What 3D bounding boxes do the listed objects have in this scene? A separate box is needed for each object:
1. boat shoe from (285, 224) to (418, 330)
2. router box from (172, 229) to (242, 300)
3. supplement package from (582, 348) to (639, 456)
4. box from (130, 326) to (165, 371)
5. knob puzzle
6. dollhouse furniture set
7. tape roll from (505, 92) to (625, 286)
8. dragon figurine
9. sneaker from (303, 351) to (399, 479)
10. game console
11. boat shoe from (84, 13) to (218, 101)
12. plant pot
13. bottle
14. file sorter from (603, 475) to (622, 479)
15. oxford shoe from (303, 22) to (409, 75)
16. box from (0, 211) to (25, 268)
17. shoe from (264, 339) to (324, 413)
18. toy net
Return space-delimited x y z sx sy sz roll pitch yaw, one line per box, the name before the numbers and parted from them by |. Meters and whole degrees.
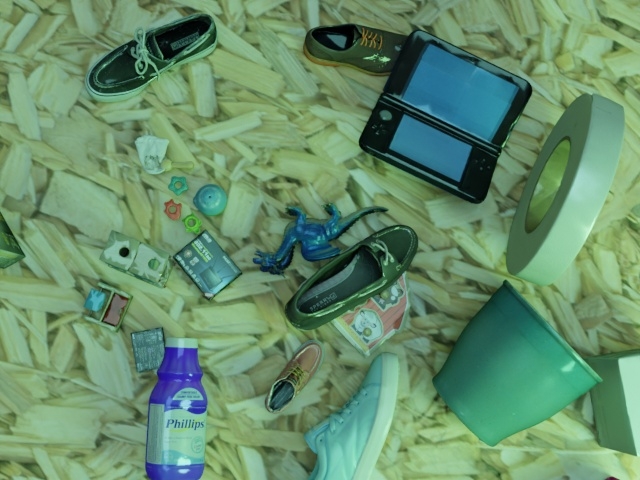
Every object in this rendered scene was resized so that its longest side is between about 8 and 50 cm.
boat shoe | 0.074 0.071 1.877 0.335 0.095 0.112 -35 78 -14
router box | -0.236 0.052 1.913 0.092 0.038 0.122 -41 87 -8
supplement package | 0.653 0.321 1.856 0.149 0.203 0.194 -9 84 -5
box | -0.353 0.226 1.892 0.067 0.018 0.083 -11 83 -5
knob puzzle | 0.108 0.122 1.932 0.213 0.030 0.213 0 82 -3
dollhouse furniture set | -0.391 0.095 1.850 0.128 0.129 0.184 22 81 -1
tape roll | 0.478 -0.100 1.806 0.072 0.392 0.392 22 82 -1
dragon figurine | 0.000 0.000 1.912 0.289 0.085 0.144 -4 83 -4
sneaker | 0.049 0.386 1.841 0.150 0.135 0.366 21 81 -4
game console | 0.263 -0.259 1.912 0.293 0.173 0.250 25 47 0
boat shoe | -0.358 -0.391 1.928 0.306 0.105 0.113 -22 84 -7
plant pot | 0.373 0.262 1.829 0.255 0.271 0.272 -44 87 8
bottle | -0.286 0.337 1.837 0.118 0.092 0.283 9 80 -37
file sorter | 0.530 0.628 1.811 0.290 0.202 0.182 -24 88 -7
oxford shoe | 0.100 -0.415 1.966 0.271 0.098 0.097 1 83 -4
box | -0.679 -0.042 1.798 0.056 0.231 0.183 -31 85 -4
shoe | -0.051 0.281 1.874 0.063 0.081 0.178 37 82 1
toy net | -0.311 -0.123 1.930 0.232 0.045 0.122 42 84 4
